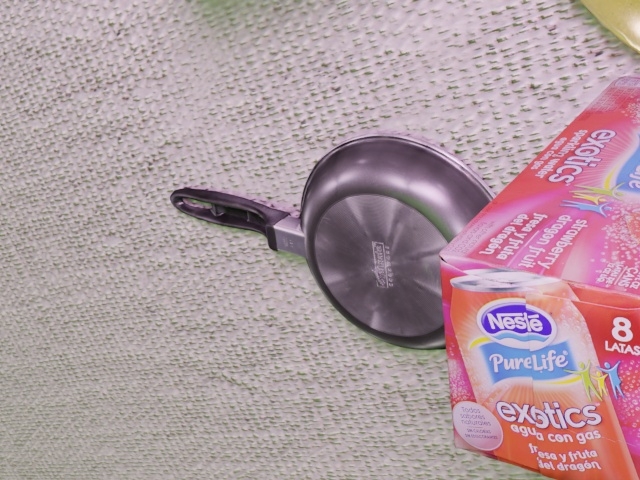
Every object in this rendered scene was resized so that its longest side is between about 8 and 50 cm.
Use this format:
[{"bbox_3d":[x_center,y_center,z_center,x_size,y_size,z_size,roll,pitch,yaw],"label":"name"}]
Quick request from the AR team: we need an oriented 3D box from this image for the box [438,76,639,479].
[{"bbox_3d":[0.181,0.013,0.599,0.123,0.257,0.128,11,124,33],"label":"box"}]

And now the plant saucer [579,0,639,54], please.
[{"bbox_3d":[0.218,-0.175,0.549,0.241,0.037,0.241,34,157,17],"label":"plant saucer"}]

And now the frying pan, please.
[{"bbox_3d":[0.009,-0.021,0.860,0.326,0.053,0.197,29,131,15],"label":"frying pan"}]
